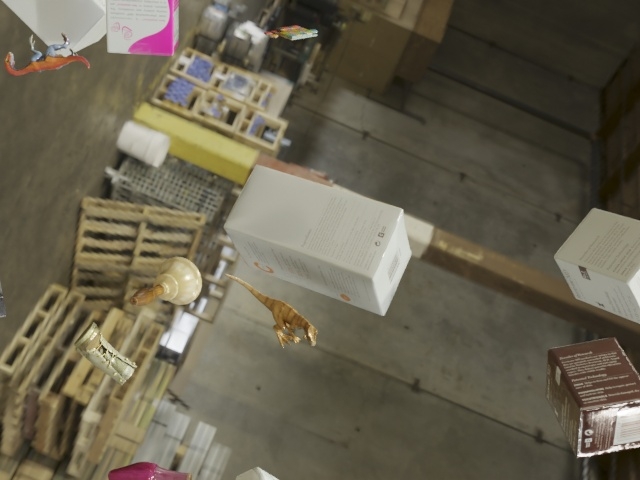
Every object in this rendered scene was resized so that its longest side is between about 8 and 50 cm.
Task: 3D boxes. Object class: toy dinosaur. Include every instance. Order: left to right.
[{"bbox_3d":[-0.348,-0.226,0.990,0.082,0.090,0.047,-37,135,-20],"label":"toy dinosaur"},{"bbox_3d":[-0.075,0.129,1.461,0.064,0.211,0.112,-42,147,-31],"label":"toy dinosaur"}]

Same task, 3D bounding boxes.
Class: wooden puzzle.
[{"bbox_3d":[-0.040,-0.310,1.185,0.083,0.049,0.006,-21,127,-38],"label":"wooden puzzle"}]

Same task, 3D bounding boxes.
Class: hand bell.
[{"bbox_3d":[-0.393,0.123,1.925,0.126,0.126,0.242,-66,170,15],"label":"hand bell"}]

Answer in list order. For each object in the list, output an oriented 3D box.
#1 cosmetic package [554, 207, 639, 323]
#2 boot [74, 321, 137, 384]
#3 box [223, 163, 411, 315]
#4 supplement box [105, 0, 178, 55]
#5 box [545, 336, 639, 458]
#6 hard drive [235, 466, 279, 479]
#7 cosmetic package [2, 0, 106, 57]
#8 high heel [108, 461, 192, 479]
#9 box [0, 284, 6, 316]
[{"bbox_3d":[0.620,0.052,1.648,0.151,0.151,0.184,-48,-144,-14],"label":"cosmetic package"},{"bbox_3d":[-0.560,0.301,2.085,0.077,0.165,0.213,-51,180,-24],"label":"boot"},{"bbox_3d":[0.000,0.000,1.714,0.168,0.345,0.215,-65,160,-19],"label":"box"},{"bbox_3d":[-0.295,-0.428,1.324,0.114,0.111,0.220,-103,-164,-68],"label":"supplement box"},{"bbox_3d":[0.634,0.360,1.830,0.203,0.167,0.168,-103,-176,-56],"label":"box"},{"bbox_3d":[0.006,0.467,1.075,0.353,0.047,0.233,53,12,-51],"label":"hard drive"},{"bbox_3d":[-0.510,-0.498,1.553,0.138,0.224,0.224,-39,-164,18],"label":"cosmetic package"},{"bbox_3d":[-0.400,0.643,1.874,0.127,0.181,0.377,-85,-176,-53],"label":"high heel"},{"bbox_3d":[-0.799,0.088,1.758,0.231,0.056,0.183,15,62,-78],"label":"box"}]
